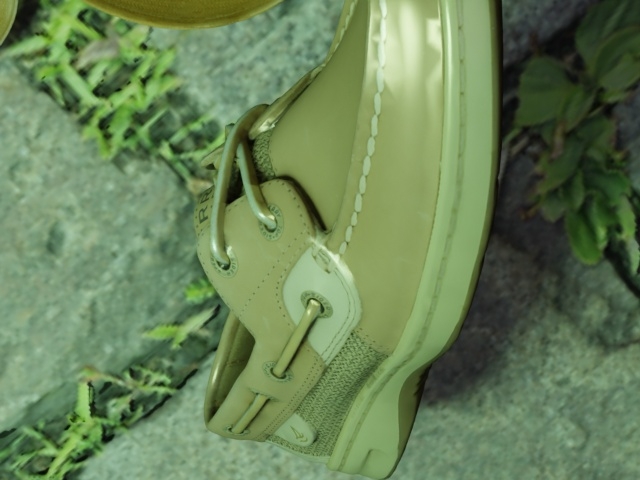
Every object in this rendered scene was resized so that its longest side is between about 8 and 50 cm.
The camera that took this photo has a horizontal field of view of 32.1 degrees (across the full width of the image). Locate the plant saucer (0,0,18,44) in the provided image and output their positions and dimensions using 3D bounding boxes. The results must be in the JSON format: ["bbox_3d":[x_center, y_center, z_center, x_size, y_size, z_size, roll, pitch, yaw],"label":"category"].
[{"bbox_3d":[-0.180,-0.116,0.505,0.083,0.015,0.083,-4,110,-10],"label":"plant saucer"}]

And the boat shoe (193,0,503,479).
[{"bbox_3d":[0.000,0.000,0.467,0.110,0.121,0.341,7,139,-3],"label":"boat shoe"}]

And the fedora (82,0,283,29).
[{"bbox_3d":[-0.065,-0.180,0.471,0.194,0.079,0.194,-3,109,-9],"label":"fedora"}]
